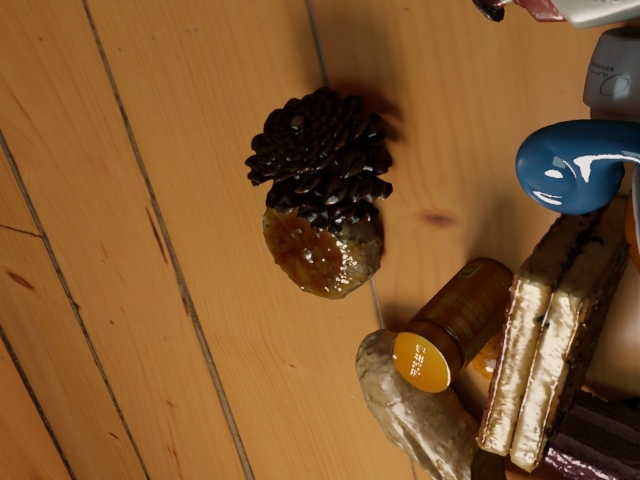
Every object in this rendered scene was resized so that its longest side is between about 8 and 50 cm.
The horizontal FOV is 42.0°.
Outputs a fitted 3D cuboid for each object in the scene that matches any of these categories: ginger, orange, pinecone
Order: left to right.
[{"bbox_3d":[0.007,-0.099,1.135,0.208,0.208,0.207,26,135,29],"label":"pinecone"},{"bbox_3d":[0.177,0.295,1.329,0.354,0.126,0.190,50,137,4],"label":"ginger"},{"bbox_3d":[0.253,0.160,1.181,0.084,0.083,0.083,26,135,29],"label":"orange"}]

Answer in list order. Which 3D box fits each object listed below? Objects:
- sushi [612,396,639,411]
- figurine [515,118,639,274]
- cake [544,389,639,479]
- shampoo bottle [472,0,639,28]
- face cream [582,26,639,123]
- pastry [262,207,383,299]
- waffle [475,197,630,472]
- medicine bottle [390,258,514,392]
[{"bbox_3d":[0.423,0.281,1.154,0.126,0.026,0.120,54,142,-2],"label":"sushi"},{"bbox_3d":[0.378,0.003,0.758,0.416,0.298,0.243,37,150,6],"label":"figurine"},{"bbox_3d":[0.380,0.268,1.073,0.295,0.116,0.112,27,140,31],"label":"cake"},{"bbox_3d":[0.263,-0.281,0.824,0.284,0.071,0.153,-14,108,47],"label":"shampoo bottle"},{"bbox_3d":[0.317,-0.165,0.851,0.091,0.091,0.095,17,122,36],"label":"face cream"},{"bbox_3d":[0.000,0.000,1.294,0.192,0.093,0.182,47,139,7],"label":"pastry"},{"bbox_3d":[0.285,0.110,1.002,0.091,0.213,0.308,24,134,23],"label":"waffle"},{"bbox_3d":[0.183,0.110,1.120,0.096,0.192,0.096,26,135,30],"label":"medicine bottle"}]
